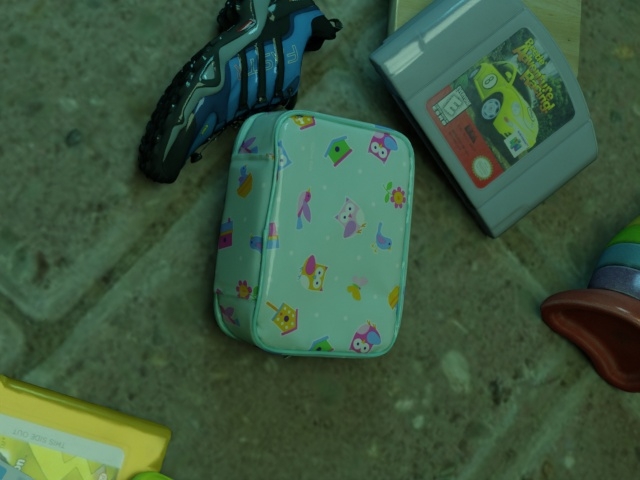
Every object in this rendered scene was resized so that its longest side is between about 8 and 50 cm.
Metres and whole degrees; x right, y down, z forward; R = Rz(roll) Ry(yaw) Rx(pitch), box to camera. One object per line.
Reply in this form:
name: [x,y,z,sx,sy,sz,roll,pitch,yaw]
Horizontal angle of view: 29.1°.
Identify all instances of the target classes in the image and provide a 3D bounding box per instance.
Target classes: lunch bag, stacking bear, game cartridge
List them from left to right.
game cartridge: [-0.345,0.283,1.268,0.323,0.052,0.285,21,75,-20]
lunch bag: [0.000,0.000,1.399,0.224,0.108,0.279,6,90,-37]
game cartridge: [0.211,-0.166,1.491,0.196,0.060,0.294,-40,117,-5]
stacking bear: [0.442,0.026,1.578,0.175,0.164,0.289,43,65,-11]

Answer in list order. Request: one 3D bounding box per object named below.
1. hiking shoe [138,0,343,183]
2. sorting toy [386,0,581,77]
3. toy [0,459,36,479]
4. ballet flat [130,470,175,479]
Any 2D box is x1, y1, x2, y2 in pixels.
hiking shoe: [-0.088,-0.176,1.407,0.132,0.113,0.304,37,72,-16]
sorting toy: [0.197,-0.334,1.560,0.257,0.089,0.256,8,79,-21]
toy: [-0.268,0.313,1.187,0.237,0.056,0.137,26,71,13]
ballet flat: [-0.113,0.320,1.312,0.231,0.077,0.077,41,64,-29]
